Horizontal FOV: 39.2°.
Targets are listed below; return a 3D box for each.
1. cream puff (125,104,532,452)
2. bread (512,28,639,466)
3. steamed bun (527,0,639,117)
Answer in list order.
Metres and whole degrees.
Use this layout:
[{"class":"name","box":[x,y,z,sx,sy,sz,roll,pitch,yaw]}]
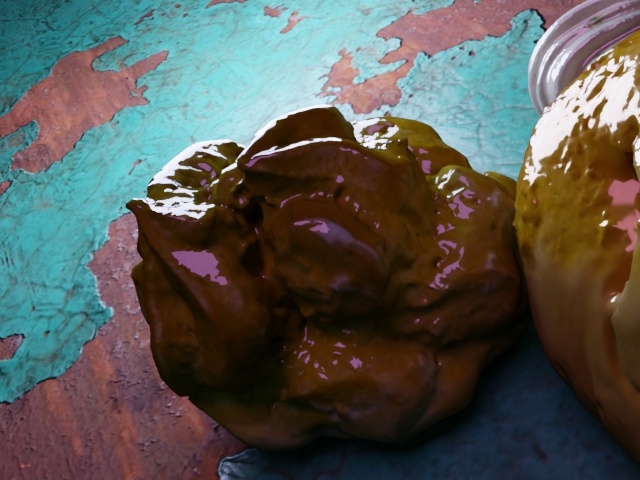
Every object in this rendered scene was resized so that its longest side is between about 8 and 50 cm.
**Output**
[{"class":"cream puff","box":[0.002,-0.001,0.735,0.324,0.257,0.291,-10,46,23]},{"class":"bread","box":[0.305,-0.011,0.556,0.361,0.250,0.394,-31,38,-3]},{"class":"steamed bun","box":[0.288,-0.171,0.855,0.182,0.106,0.183,-19,40,16]}]
